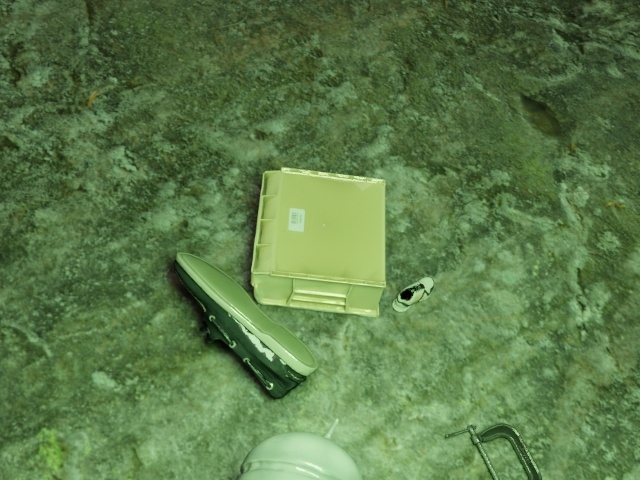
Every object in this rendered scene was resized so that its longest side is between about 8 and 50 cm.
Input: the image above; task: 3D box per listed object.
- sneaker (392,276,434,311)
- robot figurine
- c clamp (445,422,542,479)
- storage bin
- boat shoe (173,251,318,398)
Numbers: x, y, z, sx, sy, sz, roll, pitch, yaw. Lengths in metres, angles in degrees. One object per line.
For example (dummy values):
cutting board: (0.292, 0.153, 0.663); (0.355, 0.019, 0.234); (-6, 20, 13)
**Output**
sneaker: (0.194, 0.105, 1.445); (0.109, 0.043, 0.040); (-34, 66, -28)
robot figurine: (-0.048, 0.440, 1.059); (0.200, 0.300, 0.353); (40, 48, -27)
c clamp: (0.322, 0.400, 1.291); (0.137, 0.022, 0.160); (-17, 60, -25)
storage bin: (0.000, 0.000, 1.436); (0.261, 0.123, 0.262); (6, 57, -4)
boat shoe: (-0.163, 0.160, 1.317); (0.340, 0.127, 0.113); (39, 103, 8)
